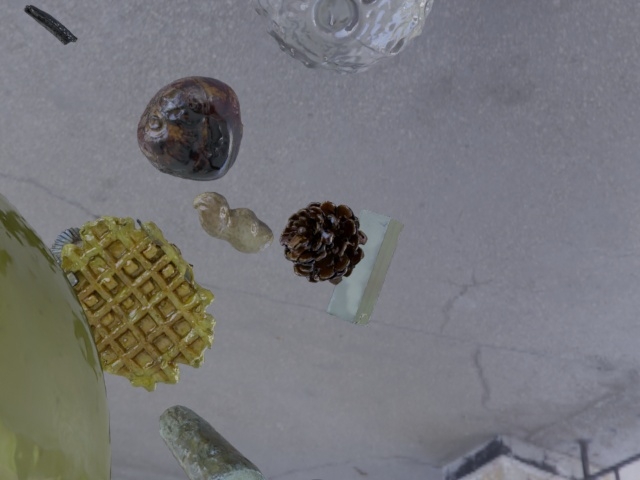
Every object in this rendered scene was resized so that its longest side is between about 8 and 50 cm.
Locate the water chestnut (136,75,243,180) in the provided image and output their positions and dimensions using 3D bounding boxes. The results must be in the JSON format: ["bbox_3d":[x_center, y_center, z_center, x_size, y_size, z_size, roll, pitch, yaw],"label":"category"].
[{"bbox_3d":[-0.328,-0.287,1.884,0.289,0.244,0.289,-5,113,-13],"label":"water chestnut"}]

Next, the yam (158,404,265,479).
[{"bbox_3d":[-0.272,0.499,1.714,0.330,0.133,0.133,33,155,40],"label":"yam"}]

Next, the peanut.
[{"bbox_3d":[-0.211,-0.041,1.738,0.228,0.085,0.104,29,112,-33],"label":"peanut"}]

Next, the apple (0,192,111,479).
[{"bbox_3d":[-0.358,0.133,0.455,0.474,0.473,0.473,5,138,4],"label":"apple"}]

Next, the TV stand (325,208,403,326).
[{"bbox_3d":[0.107,0.068,1.772,0.088,0.269,0.083,19,177,34],"label":"TV stand"}]

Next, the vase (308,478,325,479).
[{"bbox_3d":[-0.104,0.404,0.836,0.321,0.173,0.173,-8,149,-34],"label":"vase"}]

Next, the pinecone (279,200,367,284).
[{"bbox_3d":[0.000,0.000,1.360,0.174,0.173,0.173,5,138,4],"label":"pinecone"}]

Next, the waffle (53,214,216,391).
[{"bbox_3d":[-0.295,0.101,1.164,0.262,0.060,0.280,8,98,-7],"label":"waffle"}]

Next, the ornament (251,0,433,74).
[{"bbox_3d":[0.038,-0.458,1.291,0.337,0.337,0.337,5,138,4],"label":"ornament"}]

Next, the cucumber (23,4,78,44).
[{"bbox_3d":[-0.617,-0.497,1.678,0.033,0.034,0.135,-11,143,32],"label":"cucumber"}]

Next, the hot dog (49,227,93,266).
[{"bbox_3d":[-0.510,0.073,1.609,0.082,0.162,0.270,4,161,23],"label":"hot dog"}]
